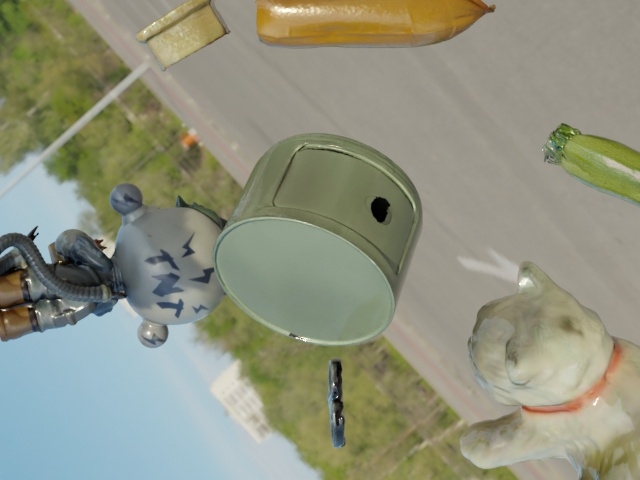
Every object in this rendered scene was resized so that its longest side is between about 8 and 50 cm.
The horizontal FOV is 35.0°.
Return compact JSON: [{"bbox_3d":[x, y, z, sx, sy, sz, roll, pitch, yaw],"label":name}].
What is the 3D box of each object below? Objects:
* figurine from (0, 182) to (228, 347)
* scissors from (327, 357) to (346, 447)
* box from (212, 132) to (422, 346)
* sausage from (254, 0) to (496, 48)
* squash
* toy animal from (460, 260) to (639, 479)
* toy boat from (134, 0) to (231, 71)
[{"bbox_3d":[-0.297,0.053,1.533,0.186,0.381,0.261,-118,20,-52],"label":"figurine"},{"bbox_3d":[0.022,0.230,1.341,0.300,0.022,0.109,85,-177,-72],"label":"scissors"},{"bbox_3d":[0.000,0.000,1.226,0.226,0.149,0.226,14,141,11],"label":"box"},{"bbox_3d":[0.074,-0.312,1.371,0.112,0.328,0.112,0,-90,-85],"label":"sausage"},{"bbox_3d":[0.283,-0.055,0.916,0.183,0.052,0.052,29,166,33],"label":"squash"},{"bbox_3d":[0.238,0.179,0.919,0.266,0.308,0.188,10,143,20],"label":"toy animal"},{"bbox_3d":[-0.178,-0.273,1.334,0.061,0.116,0.188,58,-178,-13],"label":"toy boat"}]
